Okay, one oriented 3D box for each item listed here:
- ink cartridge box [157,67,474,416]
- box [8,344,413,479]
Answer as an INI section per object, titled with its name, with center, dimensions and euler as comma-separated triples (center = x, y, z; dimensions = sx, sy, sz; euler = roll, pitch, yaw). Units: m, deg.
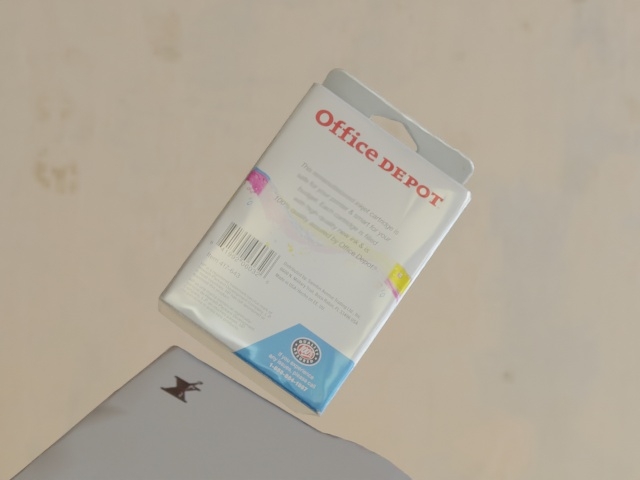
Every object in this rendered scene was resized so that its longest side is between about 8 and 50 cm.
[ink cartridge box]
center = 0.000, 0.000, 0.771
dimensions = 0.092, 0.143, 0.090
euler = 36, 171, -1
[box]
center = -0.036, 0.156, 0.534
dimensions = 0.181, 0.119, 0.182
euler = 29, -147, 15
